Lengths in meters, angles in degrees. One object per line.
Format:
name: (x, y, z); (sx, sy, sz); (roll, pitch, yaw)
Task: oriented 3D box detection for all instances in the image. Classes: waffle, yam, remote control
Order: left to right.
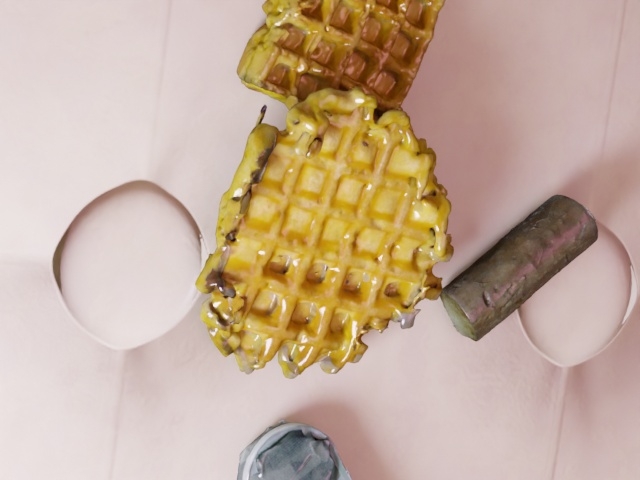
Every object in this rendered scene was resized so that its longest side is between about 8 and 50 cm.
remote control: (-0.003, 0.282, 1.908); (0.104, 0.052, 0.247); (-33, 113, -21)
waffle: (0.002, 0.001, 1.819); (0.262, 0.060, 0.280); (-31, 124, -10)
waffle: (0.029, -0.214, 1.827); (0.160, 0.055, 0.211); (22, 90, -31)
yam: (0.195, 0.027, 1.961); (0.169, 0.068, 0.068); (-39, 115, -13)
